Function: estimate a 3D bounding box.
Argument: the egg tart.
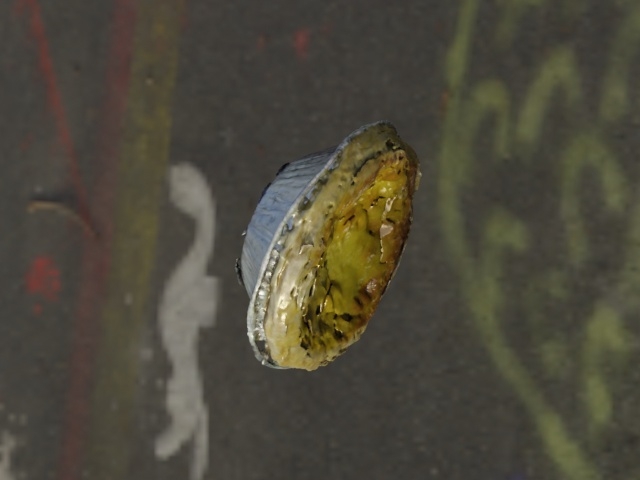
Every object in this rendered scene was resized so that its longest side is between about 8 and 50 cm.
[{"bbox_3d":[0.000,0.000,1.546,0.094,0.234,0.234,26,112,23],"label":"egg tart"}]
